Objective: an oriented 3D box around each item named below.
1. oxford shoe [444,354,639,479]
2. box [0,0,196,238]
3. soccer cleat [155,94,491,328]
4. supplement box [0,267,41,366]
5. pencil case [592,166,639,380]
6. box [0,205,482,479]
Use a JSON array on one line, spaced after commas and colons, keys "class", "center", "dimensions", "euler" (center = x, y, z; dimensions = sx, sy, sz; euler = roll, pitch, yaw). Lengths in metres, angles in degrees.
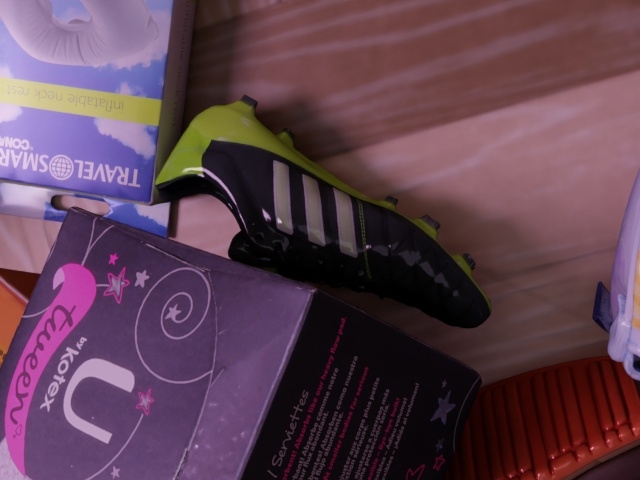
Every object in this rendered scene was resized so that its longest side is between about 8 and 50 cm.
[{"class": "oxford shoe", "center": [0.074, 0.149, 0.611], "dimensions": [0.271, 0.097, 0.098], "euler": [-34, 106, 20]}, {"class": "box", "center": [-0.123, -0.093, 0.641], "dimensions": [0.109, 0.042, 0.178], "euler": [9, 97, 12]}, {"class": "soccer cleat", "center": [0.000, 0.000, 0.610], "dimensions": [0.179, 0.060, 0.072], "euler": [34, 75, 13]}, {"class": "supplement box", "center": [-0.173, 0.134, 0.648], "dimensions": [0.080, 0.078, 0.233], "euler": [32, 102, 36]}, {"class": "pencil case", "center": [0.260, 0.020, 0.526], "dimensions": [0.273, 0.124, 0.113], "euler": [8, 131, 10]}, {"class": "box", "center": [-0.068, 0.132, 0.544], "dimensions": [0.163, 0.142, 0.247], "euler": [17, 80, 39]}]
